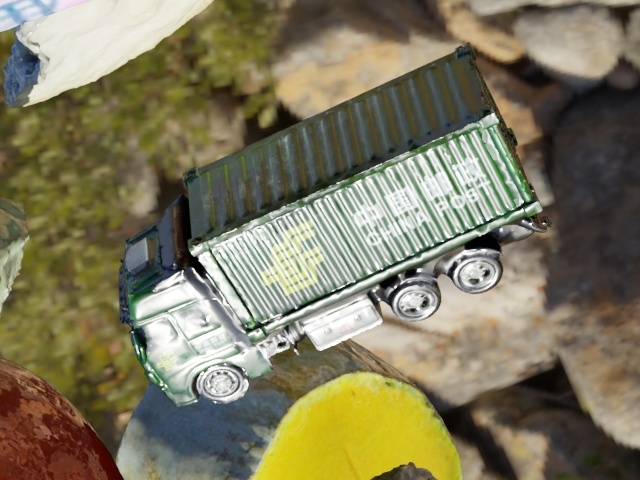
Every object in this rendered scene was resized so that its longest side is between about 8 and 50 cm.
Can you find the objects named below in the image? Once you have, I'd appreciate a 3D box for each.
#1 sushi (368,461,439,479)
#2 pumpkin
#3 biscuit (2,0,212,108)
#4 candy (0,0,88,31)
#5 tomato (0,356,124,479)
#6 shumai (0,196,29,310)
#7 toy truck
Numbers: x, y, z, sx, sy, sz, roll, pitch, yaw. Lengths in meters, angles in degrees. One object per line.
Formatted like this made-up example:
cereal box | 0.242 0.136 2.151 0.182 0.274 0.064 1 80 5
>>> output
sushi | 0.068 0.223 1.185 0.078 0.090 0.150 -31 106 20
pumpkin | -0.009 0.242 1.676 0.199 0.332 0.332 18 114 46
biscuit | -0.093 -0.148 0.933 0.265 0.188 0.040 -40 78 38
candy | -0.099 -0.107 0.486 0.160 0.092 0.073 -16 54 20
tomato | -0.319 0.232 1.394 0.321 0.321 0.321 14 111 42
shumai | -0.290 0.054 0.905 0.222 0.225 0.260 21 109 -8
toy truck | 0.000 0.000 1.047 0.259 0.088 0.121 -24 126 10
